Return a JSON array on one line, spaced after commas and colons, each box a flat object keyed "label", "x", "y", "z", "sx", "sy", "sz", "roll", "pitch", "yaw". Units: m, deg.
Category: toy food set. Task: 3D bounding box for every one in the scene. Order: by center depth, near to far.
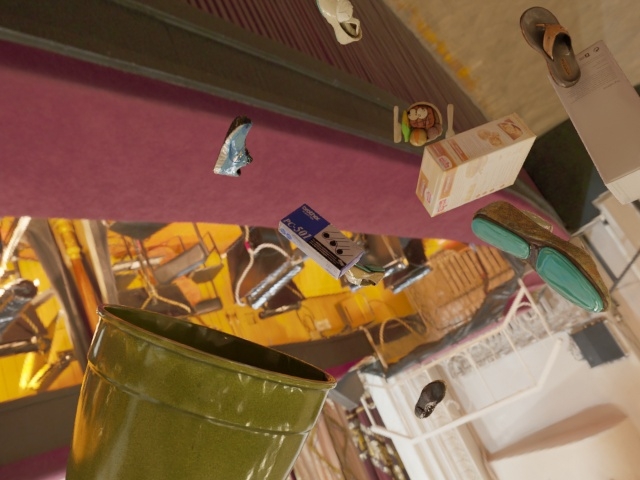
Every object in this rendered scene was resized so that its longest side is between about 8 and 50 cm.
[{"label": "toy food set", "x": 0.309, "y": -0.356, "z": 1.497, "sx": 0.192, "sy": 0.132, "sz": 0.038, "roll": 4, "pitch": -159, "yaw": 28}]

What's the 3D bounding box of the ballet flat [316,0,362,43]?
[{"label": "ballet flat", "x": 0.065, "y": -0.643, "z": 1.399, "sx": 0.086, "sy": 0.086, "sz": 0.248, "roll": -31, "pitch": 165, "yaw": 14}]

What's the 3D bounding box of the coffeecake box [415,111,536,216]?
[{"label": "coffeecake box", "x": 0.281, "y": -0.137, "z": 0.909, "sx": 0.186, "sy": 0.068, "sz": 0.142, "roll": -22, "pitch": 151, "yaw": -10}]

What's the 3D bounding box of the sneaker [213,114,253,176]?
[{"label": "sneaker", "x": -0.176, "y": -0.201, "z": 1.063, "sx": 0.073, "sy": 0.063, "sz": 0.162, "roll": 21, "pitch": 137, "yaw": -15}]

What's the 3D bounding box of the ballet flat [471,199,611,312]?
[{"label": "ballet flat", "x": 0.498, "y": 0.015, "z": 1.079, "sx": 0.123, "sy": 0.348, "sz": 0.123, "roll": -27, "pitch": 138, "yaw": -27}]

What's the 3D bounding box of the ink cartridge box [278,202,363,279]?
[{"label": "ink cartridge box", "x": 0.000, "y": 0.000, "z": 1.254, "sx": 0.097, "sy": 0.207, "sz": 0.046, "roll": -38, "pitch": 158, "yaw": -33}]

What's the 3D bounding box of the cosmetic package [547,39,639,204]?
[{"label": "cosmetic package", "x": 0.750, "y": -0.299, "z": 1.253, "sx": 0.155, "sy": 0.365, "sz": 0.197, "roll": -29, "pitch": 148, "yaw": 34}]

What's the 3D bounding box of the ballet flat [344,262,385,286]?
[{"label": "ballet flat", "x": 0.122, "y": 0.102, "z": 1.455, "sx": 0.232, "sy": 0.080, "sz": 0.073, "roll": 16, "pitch": 104, "yaw": -52}]

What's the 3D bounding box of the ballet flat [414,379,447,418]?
[{"label": "ballet flat", "x": 0.303, "y": 0.430, "z": 1.346, "sx": 0.049, "sy": 0.057, "sz": 0.173, "roll": -28, "pitch": 149, "yaw": -40}]

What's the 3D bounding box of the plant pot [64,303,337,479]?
[{"label": "plant pot", "x": -0.203, "y": 0.317, "z": 0.715, "sx": 0.367, "sy": 0.352, "sz": 0.366, "roll": 18, "pitch": 172, "yaw": 3}]

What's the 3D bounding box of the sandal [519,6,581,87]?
[{"label": "sandal", "x": 0.572, "y": -0.476, "z": 1.195, "sx": 0.090, "sy": 0.219, "sz": 0.060, "roll": -29, "pitch": -176, "yaw": -1}]
